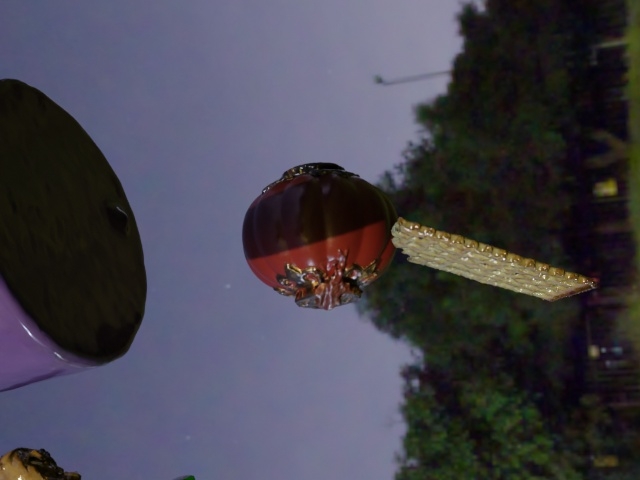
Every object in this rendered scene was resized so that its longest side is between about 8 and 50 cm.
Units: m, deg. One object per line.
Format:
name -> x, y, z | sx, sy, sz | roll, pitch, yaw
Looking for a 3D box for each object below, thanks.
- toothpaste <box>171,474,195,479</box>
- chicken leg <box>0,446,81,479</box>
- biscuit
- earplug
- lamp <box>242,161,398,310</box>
toothpaste -> -0.088, 0.265, 0.740 | 0.043, 0.037, 0.178 | -19, -94, -37
chicken leg -> -0.303, 0.331, 1.136 | 0.085, 0.101, 0.207 | -14, -97, -85
biscuit -> 0.162, 0.024, 1.004 | 0.144, 0.203, 0.016 | 121, 166, -78
earplug -> -0.379, 0.055, 0.768 | 0.215, 0.456, 0.215 | -19, -90, -74
lamp -> 0.000, 0.000, 1.406 | 0.227, 0.227, 0.226 | -6, -90, -71
